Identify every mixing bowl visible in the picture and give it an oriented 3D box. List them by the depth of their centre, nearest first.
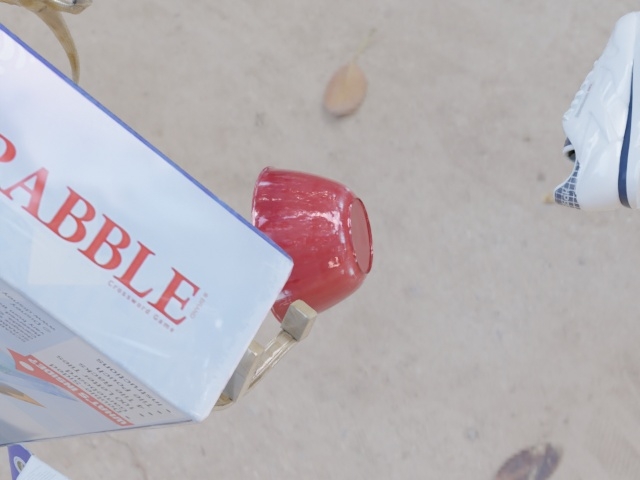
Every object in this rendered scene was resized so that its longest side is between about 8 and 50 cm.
[{"bbox_3d":[0.000,0.000,1.398,0.098,0.181,0.181,-8,55,16],"label":"mixing bowl"}]

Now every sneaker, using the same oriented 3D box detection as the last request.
[{"bbox_3d":[0.299,-0.139,1.315,0.095,0.090,0.235,-2,60,28],"label":"sneaker"}]

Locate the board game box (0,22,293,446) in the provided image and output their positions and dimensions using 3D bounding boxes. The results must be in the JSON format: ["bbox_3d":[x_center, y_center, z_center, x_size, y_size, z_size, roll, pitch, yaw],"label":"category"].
[{"bbox_3d":[-0.211,-0.038,0.463,0.319,0.318,0.066,40,64,-18],"label":"board game box"}]

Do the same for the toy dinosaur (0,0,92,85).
[{"bbox_3d":[-0.204,-0.180,0.893,0.093,0.183,0.053,-10,58,32],"label":"toy dinosaur"}]

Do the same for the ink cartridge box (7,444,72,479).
[{"bbox_3d":[-0.276,0.347,1.385,0.224,0.223,0.045,27,43,28],"label":"ink cartridge box"}]

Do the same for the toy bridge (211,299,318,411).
[{"bbox_3d":[-0.069,0.112,1.079,0.026,0.063,0.188,36,34,16],"label":"toy bridge"}]
